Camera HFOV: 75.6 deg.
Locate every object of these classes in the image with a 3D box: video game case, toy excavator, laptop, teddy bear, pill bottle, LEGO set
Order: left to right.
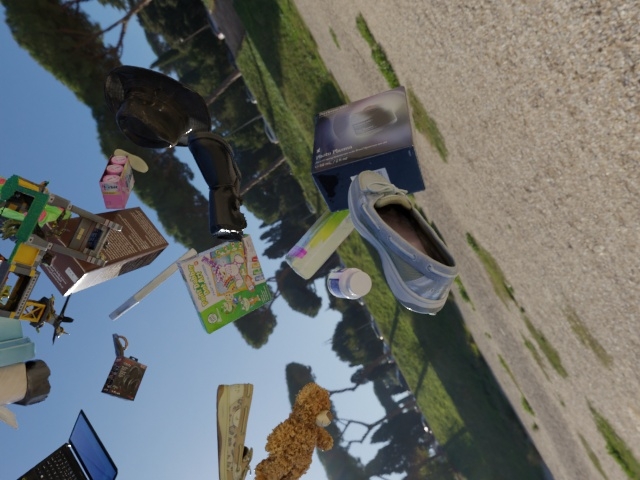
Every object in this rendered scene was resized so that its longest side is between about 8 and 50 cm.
[{"bbox_3d":[-0.890,0.198,1.011,0.222,0.432,0.446,4,-102,-62],"label":"toy excavator"},{"bbox_3d":[-0.578,0.037,0.873,0.192,0.254,0.332,37,-117,-56],"label":"LEGO set"},{"bbox_3d":[-0.740,0.686,1.191,0.234,0.264,0.137,41,150,25],"label":"laptop"},{"bbox_3d":[-0.692,0.180,1.709,0.036,0.299,0.329,52,-137,-10],"label":"video game case"},{"bbox_3d":[-0.062,0.589,1.189,0.113,0.338,0.245,15,148,55],"label":"teddy bear"},{"bbox_3d":[0.107,0.155,1.500,0.112,0.112,0.186,60,161,-7],"label":"pill bottle"}]

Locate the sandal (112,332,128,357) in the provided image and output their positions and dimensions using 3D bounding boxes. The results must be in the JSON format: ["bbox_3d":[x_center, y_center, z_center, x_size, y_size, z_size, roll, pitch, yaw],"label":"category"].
[{"bbox_3d":[-0.932,0.485,1.929,0.219,0.060,0.090,4,100,60],"label":"sandal"}]

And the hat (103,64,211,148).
[{"bbox_3d":[-0.508,-0.361,1.258,0.331,0.331,0.134,53,-145,-47],"label":"hat"}]

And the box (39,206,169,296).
[{"bbox_3d":[-0.709,0.021,1.362,0.191,0.143,0.381,51,-161,3],"label":"box"}]

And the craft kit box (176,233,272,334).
[{"bbox_3d":[-0.305,0.136,1.348,0.061,0.246,0.250,10,121,57],"label":"craft kit box"}]

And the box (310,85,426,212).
[{"bbox_3d":[0.139,-0.276,1.246,0.183,0.296,0.294,59,-155,-45],"label":"box"}]

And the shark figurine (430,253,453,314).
[{"bbox_3d":[0.365,0.140,1.468,0.278,0.166,0.116,92,-158,-47],"label":"shark figurine"}]

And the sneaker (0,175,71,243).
[{"bbox_3d":[-1.068,-0.083,1.410,0.185,0.482,0.202,-45,-29,-55],"label":"sneaker"}]

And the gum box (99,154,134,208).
[{"bbox_3d":[-0.698,-0.206,1.425,0.189,0.062,0.107,-104,17,-49],"label":"gum box"}]

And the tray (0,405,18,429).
[{"bbox_3d":[-1.006,0.456,1.211,0.030,0.145,0.271,-55,-46,-36],"label":"tray"}]

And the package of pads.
[{"bbox_3d":[0.000,0.000,1.547,0.101,0.296,0.229,43,175,-9],"label":"package of pads"}]

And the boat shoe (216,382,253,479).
[{"bbox_3d":[-0.197,0.482,0.975,0.104,0.089,0.286,-160,68,-75],"label":"boat shoe"}]

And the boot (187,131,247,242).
[{"bbox_3d":[-0.252,-0.122,1.033,0.246,0.094,0.207,70,-169,-66],"label":"boot"}]

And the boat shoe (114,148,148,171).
[{"bbox_3d":[-0.739,-0.311,1.616,0.133,0.049,0.042,30,170,-21],"label":"boat shoe"}]

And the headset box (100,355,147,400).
[{"bbox_3d":[-0.409,0.287,0.868,0.062,0.032,0.083,47,-137,-41],"label":"headset box"}]

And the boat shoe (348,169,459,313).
[{"bbox_3d":[0.137,-0.028,0.711,0.321,0.118,0.103,-107,28,-44],"label":"boat shoe"}]
